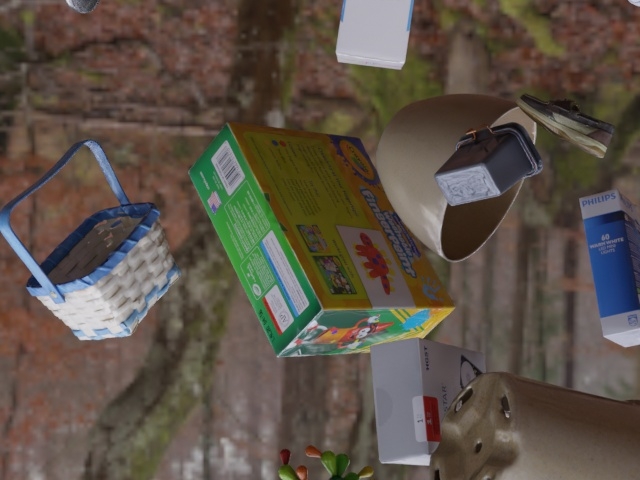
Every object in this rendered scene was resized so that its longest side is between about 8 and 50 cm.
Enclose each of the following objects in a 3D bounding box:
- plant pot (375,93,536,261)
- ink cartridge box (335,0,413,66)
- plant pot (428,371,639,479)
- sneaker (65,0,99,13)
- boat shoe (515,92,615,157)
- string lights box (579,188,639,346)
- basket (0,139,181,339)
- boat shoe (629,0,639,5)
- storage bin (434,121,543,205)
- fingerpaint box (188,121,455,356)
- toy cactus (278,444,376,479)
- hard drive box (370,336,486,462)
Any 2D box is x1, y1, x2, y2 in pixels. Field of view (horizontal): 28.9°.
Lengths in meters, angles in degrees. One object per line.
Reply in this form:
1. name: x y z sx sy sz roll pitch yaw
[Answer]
1. plant pot: 0.206 -0.133 2.081 0.191 0.284 0.284 30 -161 26
2. ink cartridge box: 0.070 -0.277 1.621 0.089 0.092 0.143 8 -175 1
3. plant pot: 0.337 0.336 1.760 0.305 0.334 0.334 23 176 -20
4. sneaker: -0.315 -0.430 1.868 0.132 0.229 0.086 27 -143 19
5. boat shoe: 0.319 -0.158 1.607 0.152 0.049 0.056 38 -175 37
6. string lights box: 0.543 0.051 2.236 0.076 0.260 0.133 -16 159 27
7. basket: -0.386 0.009 2.059 0.201 0.289 0.255 -5 -149 36
8. boat shoe: 0.496 -0.424 1.611 0.094 0.302 0.109 10 -138 -41
9. storage bin: 0.228 -0.106 1.757 0.091 0.098 0.135 -41 -163 -35
10. fingerpaint box: 0.000 0.000 2.411 0.371 0.445 0.163 1 141 -45
11. toy cactus: 0.019 0.479 2.300 0.218 0.181 0.112 20 140 -12
12. hard drive box: 0.177 0.258 1.940 0.089 0.181 0.232 -13 163 31
